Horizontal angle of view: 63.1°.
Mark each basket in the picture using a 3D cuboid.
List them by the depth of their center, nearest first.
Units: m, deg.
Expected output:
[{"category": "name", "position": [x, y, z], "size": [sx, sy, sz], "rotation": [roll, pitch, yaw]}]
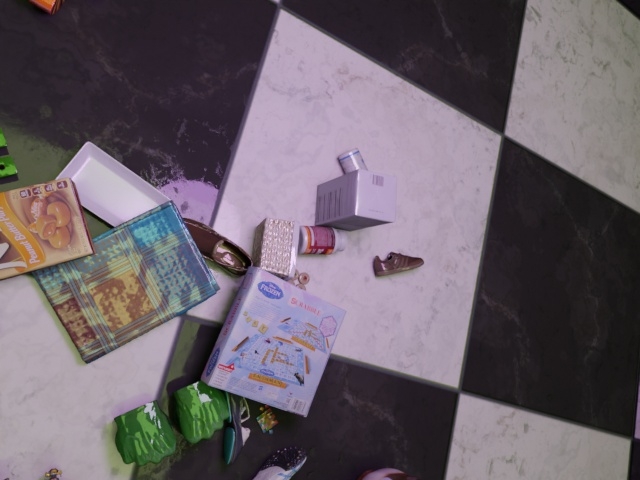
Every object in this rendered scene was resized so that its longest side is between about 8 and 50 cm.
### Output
[{"category": "basket", "position": [-0.130, 0.027, 1.474], "size": [0.103, 0.113, 0.167], "rotation": [13, 71, -20]}]

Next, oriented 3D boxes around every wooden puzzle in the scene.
[{"category": "wooden puzzle", "position": [-0.151, 0.506, 1.469], "size": [0.049, 0.006, 0.083], "rotation": [-30, 98, -28]}]

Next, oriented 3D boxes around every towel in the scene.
[{"category": "towel", "position": [-0.469, 0.099, 1.292], "size": [0.370, 0.040, 0.271], "rotation": [-29, 97, -16]}]

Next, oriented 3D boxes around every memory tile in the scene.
[{"category": "memory tile", "position": [-0.096, 0.151, 1.539], "size": [0.113, 0.012, 0.148], "rotation": [24, 74, -24]}]

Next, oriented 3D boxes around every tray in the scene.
[{"category": "tray", "position": [-0.521, -0.114, 1.334], "size": [0.270, 0.030, 0.145], "rotation": [38, 67, -19]}]

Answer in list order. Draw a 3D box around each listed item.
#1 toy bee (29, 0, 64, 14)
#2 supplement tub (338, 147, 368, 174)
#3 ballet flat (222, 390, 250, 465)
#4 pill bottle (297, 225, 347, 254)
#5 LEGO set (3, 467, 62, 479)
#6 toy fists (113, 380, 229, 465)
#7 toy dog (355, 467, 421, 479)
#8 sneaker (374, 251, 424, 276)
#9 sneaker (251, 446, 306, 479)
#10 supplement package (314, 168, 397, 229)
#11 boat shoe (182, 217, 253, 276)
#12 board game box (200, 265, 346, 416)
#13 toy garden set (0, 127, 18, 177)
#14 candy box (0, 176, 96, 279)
[{"category": "toy bee", "position": [-0.614, -0.700, 1.307], "size": [0.298, 0.162, 0.195], "rotation": [-40, 113, -1]}, {"category": "supplement tub", "position": [0.109, -0.234, 1.664], "size": [0.071, 0.071, 0.107], "rotation": [-30, 99, -28]}, {"category": "ballet flat", "position": [-0.223, 0.493, 1.399], "size": [0.074, 0.074, 0.203], "rotation": [1, 81, -28]}, {"category": "pill bottle", "position": [0.000, 0.000, 1.568], "size": [0.152, 0.086, 0.086], "rotation": [1, 83, -28]}, {"category": "LEGO set", "position": [-0.657, 0.543, 1.055], "size": [0.331, 0.255, 0.192], "rotation": [3, 99, -21]}, {"category": "toy fists", "position": [-0.368, 0.459, 1.310], "size": [0.279, 0.096, 0.142], "rotation": [-18, 77, -29]}, {"category": "toy dog", "position": [0.209, 0.863, 1.471], "size": [0.395, 0.284, 0.408], "rotation": [-5, 86, -42]}, {"category": "sneaker", "position": [0.260, 0.067, 1.711], "size": [0.188, 0.066, 0.071], "rotation": [-12, 89, -29]}, {"category": "sneaker", "position": [-0.133, 0.662, 1.427], "size": [0.237, 0.085, 0.086], "rotation": [-34, 126, -31]}, {"category": "supplement package", "position": [0.099, -0.112, 1.544], "size": [0.139, 0.244, 0.134], "rotation": [9, 80, -28]}, {"category": "boat shoe", "position": [-0.290, 0.010, 1.405], "size": [0.257, 0.095, 0.095], "rotation": [30, 71, -22]}, {"category": "board game box", "position": [-0.115, 0.276, 1.407], "size": [0.319, 0.066, 0.318], "rotation": [30, 76, -31]}, {"category": "toy garden set", "position": [-0.835, -0.238, 1.173], "size": [0.204, 0.049, 0.244], "rotation": [-21, 95, -30]}, {"category": "candy box", "position": [-0.693, -0.011, 1.165], "size": [0.316, 0.087, 0.183], "rotation": [-17, 92, -18]}]
